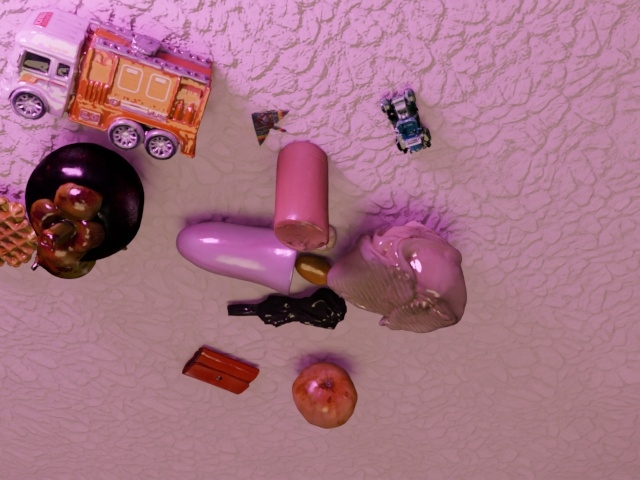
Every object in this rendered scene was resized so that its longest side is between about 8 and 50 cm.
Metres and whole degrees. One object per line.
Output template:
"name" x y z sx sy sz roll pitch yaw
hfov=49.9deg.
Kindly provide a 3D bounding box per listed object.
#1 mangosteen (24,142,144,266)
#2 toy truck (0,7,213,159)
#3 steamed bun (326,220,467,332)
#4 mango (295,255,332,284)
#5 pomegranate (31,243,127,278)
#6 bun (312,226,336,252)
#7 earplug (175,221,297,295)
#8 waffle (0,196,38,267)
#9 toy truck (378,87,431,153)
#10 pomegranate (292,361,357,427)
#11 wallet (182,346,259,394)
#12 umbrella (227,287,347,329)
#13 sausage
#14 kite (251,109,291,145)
"mangosteen" -0.530 -0.067 1.513 0.275 0.302 0.274 3 121 5
"toy truck" -0.413 -0.321 1.368 0.388 0.173 0.206 16 125 -19
"steamed bun" 0.213 0.078 1.729 0.310 0.219 0.324 34 151 -11
"mango" -0.018 0.078 1.826 0.114 0.057 0.079 30 134 -22
"pomegranate" -0.595 0.020 1.703 0.220 0.156 0.156 -6 133 6
"bun" 0.000 0.000 1.752 0.086 0.054 0.086 -1 134 -1
"earplug" -0.210 0.027 1.718 0.302 0.172 0.172 10 133 -2
"waffle" -0.817 -0.036 1.694 0.249 0.056 0.253 25 133 -8
"toy truck" 0.187 -0.251 1.499 0.080 0.078 0.154 -18 131 14
"pomegranate" 0.011 0.474 2.106 0.207 0.207 0.207 0 134 0
"wallet" -0.311 0.410 2.149 0.205 0.045 0.142 27 128 -23
"umbrella" -0.096 0.192 1.917 0.341 0.118 0.118 0 134 13
"sausage" -0.041 -0.093 1.529 0.123 0.252 0.123 0 139 0
"kite" -0.118 -0.259 1.537 0.090 0.004 0.122 24 129 -22
